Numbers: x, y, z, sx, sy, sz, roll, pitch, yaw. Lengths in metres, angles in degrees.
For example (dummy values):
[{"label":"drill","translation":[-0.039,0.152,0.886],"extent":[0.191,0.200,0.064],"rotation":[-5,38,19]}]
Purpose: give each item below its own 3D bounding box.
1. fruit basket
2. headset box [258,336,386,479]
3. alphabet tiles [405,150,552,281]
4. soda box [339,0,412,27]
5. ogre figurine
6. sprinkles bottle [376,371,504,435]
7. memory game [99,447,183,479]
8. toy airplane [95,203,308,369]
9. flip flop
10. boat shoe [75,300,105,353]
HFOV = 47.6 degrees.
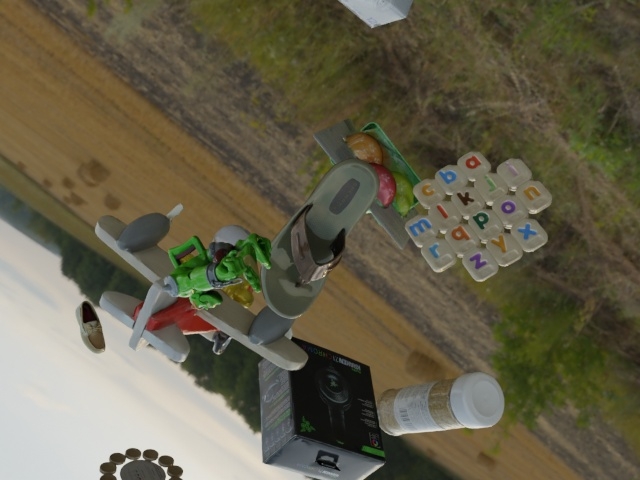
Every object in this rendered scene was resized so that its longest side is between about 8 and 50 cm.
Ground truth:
[{"label":"fruit basket","translation":[0.118,-0.143,1.764],"extent":[0.327,0.165,0.353],"rotation":[52,-154,-3]},{"label":"headset box","translation":[-0.001,0.394,1.635],"extent":[0.246,0.131,0.283],"rotation":[26,-144,-27]},{"label":"alphabet tiles","translation":[0.325,-0.055,1.506],"extent":[0.278,0.284,0.021],"rotation":[59,-178,35]},{"label":"soda box","translation":[0.023,-0.447,1.096],"extent":[0.286,0.098,0.091],"rotation":[31,166,-31]},{"label":"ogre figurine","translation":[-0.136,0.035,0.972],"extent":[0.197,0.118,0.097],"rotation":[-86,-22,-62]},{"label":"sprinkles bottle","translation":[0.272,0.393,1.728],"extent":[0.121,0.121,0.355],"rotation":[37,149,-16]},{"label":"memory game","translation":[-0.384,0.507,1.565],"extent":[0.186,0.012,0.186],"rotation":[13,-162,-4]},{"label":"toy airplane","translation":[-0.231,0.085,1.403],"extent":[0.386,0.272,0.384],"rotation":[31,-175,-31]},{"label":"flip flop","translation":[0.000,0.000,1.119],"extent":[0.112,0.277,0.080],"rotation":[32,-169,-16]},{"label":"boat shoe","translation":[-0.545,0.204,1.723],"extent":[0.135,0.050,0.045],"rotation":[57,137,20]}]
